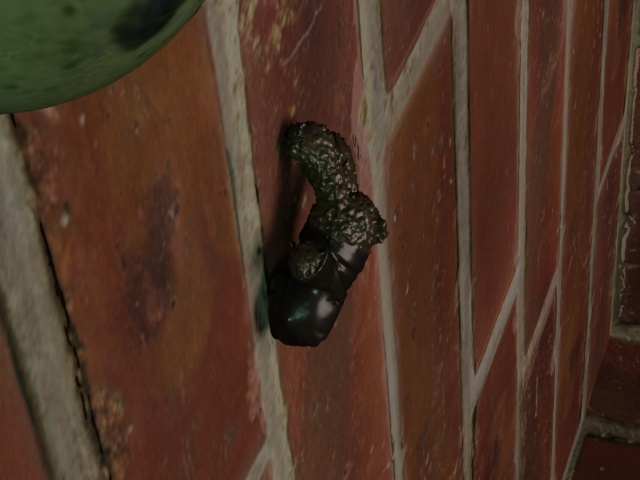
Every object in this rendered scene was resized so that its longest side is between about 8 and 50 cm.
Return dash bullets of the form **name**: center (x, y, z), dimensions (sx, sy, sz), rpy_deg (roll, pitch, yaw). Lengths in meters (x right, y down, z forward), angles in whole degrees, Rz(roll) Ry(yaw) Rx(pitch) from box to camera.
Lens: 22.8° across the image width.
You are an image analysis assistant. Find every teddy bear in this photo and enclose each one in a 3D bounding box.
- **teddy bear**: center (0.009, -0.001, 1.142), dimensions (0.119, 0.077, 0.160), rpy_deg (7, 93, -76)

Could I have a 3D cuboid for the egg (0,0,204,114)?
- **egg**: center (-0.106, -0.143, 0.533), dimensions (0.228, 0.177, 0.177), rpy_deg (-78, 168, -51)
